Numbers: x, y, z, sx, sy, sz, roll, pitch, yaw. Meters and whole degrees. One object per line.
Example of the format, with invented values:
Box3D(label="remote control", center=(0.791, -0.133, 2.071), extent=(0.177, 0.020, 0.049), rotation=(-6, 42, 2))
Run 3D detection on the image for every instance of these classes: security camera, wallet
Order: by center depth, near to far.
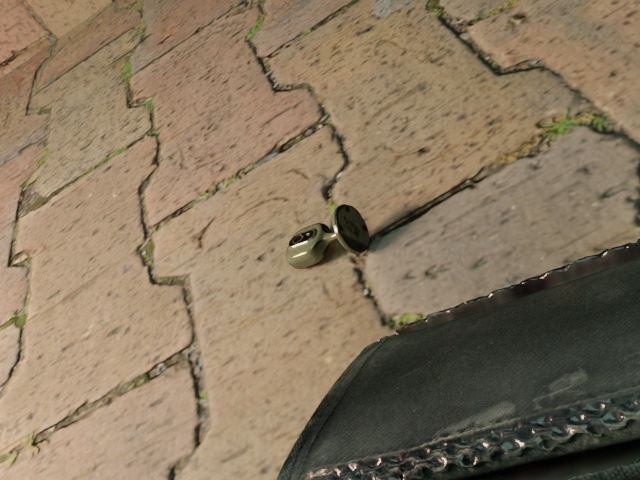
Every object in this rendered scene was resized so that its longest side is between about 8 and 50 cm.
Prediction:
Box3D(label="wallet", center=(0.143, 0.093, 0.564), extent=(0.342, 0.075, 0.237), rotation=(-25, 14, 31))
Box3D(label="security camera", center=(0.000, 0.000, 0.878), extent=(0.092, 0.058, 0.058), rotation=(-22, 36, 34))
